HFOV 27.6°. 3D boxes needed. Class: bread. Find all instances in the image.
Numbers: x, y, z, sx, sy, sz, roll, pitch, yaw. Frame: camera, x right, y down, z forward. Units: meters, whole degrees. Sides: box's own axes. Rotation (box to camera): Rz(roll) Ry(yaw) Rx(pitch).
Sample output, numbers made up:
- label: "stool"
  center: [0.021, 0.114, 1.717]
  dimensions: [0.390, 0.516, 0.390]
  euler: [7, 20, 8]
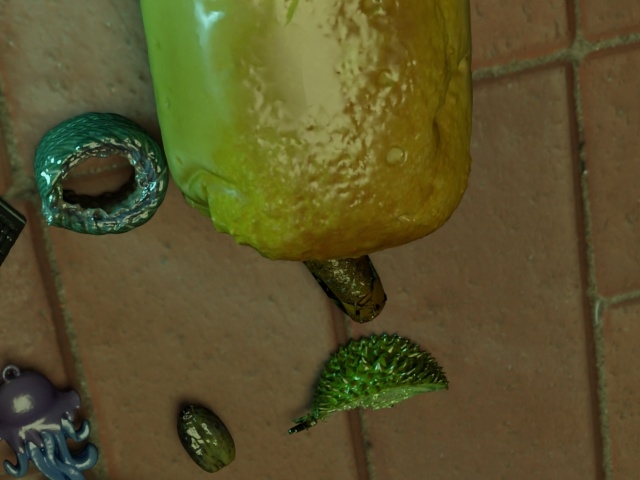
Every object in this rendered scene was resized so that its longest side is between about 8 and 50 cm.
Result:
- label: "bread"
  center: [0.013, -0.176, 1.307]
  dimensions: [0.361, 0.250, 0.394]
  euler: [-10, 102, -15]

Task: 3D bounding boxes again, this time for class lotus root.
- label: "lotus root"
  center: [-0.136, 0.229, 1.525]
  dimensions: [0.054, 0.049, 0.099]
  euler: [-30, 116, 2]

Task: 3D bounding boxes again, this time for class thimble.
- label: "thimble"
  center: [-0.231, -0.070, 1.371]
  dimensions: [0.135, 0.090, 0.118]
  euler: [-6, 107, -15]

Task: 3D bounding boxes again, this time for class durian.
- label: "durian"
  center: [0.061, 0.176, 1.565]
  dimensions: [0.215, 0.086, 0.100]
  euler: [-10, 125, -18]

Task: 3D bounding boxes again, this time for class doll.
- label: "doll"
  center: [-0.307, 0.223, 1.455]
  dimensions: [0.110, 0.067, 0.206]
  euler: [-29, 113, -20]

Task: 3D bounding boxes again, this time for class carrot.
- label: "carrot"
  center: [-0.001, 0.001, 1.489]
  dimensions: [0.069, 0.069, 0.228]
  euler: [-39, 114, -4]

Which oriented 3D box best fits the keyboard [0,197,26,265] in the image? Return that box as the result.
- label: "keyboard"
  center: [-0.403, -0.056, 1.328]
  dimensions: [0.230, 0.025, 0.093]
  euler: [42, 57, -30]
